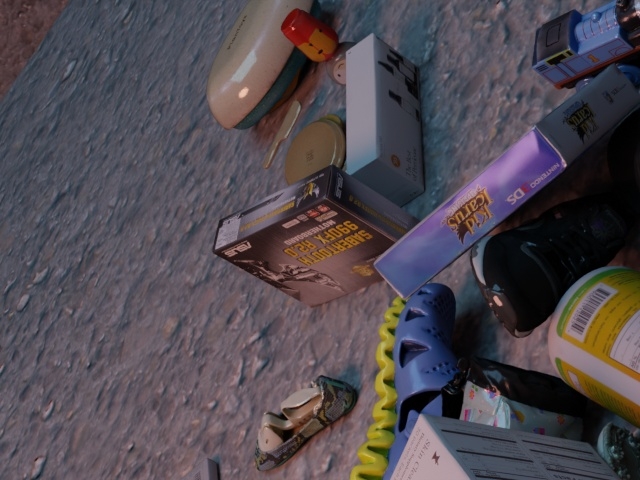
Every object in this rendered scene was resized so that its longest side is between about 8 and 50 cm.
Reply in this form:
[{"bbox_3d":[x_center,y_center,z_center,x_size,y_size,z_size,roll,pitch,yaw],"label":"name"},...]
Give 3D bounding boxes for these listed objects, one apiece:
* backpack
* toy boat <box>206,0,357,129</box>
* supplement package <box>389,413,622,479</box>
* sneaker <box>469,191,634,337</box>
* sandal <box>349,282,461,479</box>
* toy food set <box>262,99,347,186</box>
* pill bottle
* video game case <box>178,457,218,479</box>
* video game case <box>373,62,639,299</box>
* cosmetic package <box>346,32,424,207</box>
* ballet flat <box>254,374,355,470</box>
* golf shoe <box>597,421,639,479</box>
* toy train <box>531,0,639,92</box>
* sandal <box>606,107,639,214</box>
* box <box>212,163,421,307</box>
[{"bbox_3d":[0.194,0.223,1.493,0.115,0.152,0.182,17,91,66],"label":"backpack"},{"bbox_3d":[-0.050,-0.283,2.260,0.318,0.148,0.267,0,59,62],"label":"toy boat"},{"bbox_3d":[0.153,0.321,1.350,0.261,0.204,0.145,-68,29,17],"label":"supplement package"},{"bbox_3d":[0.250,0.005,1.515,0.124,0.107,0.283,-33,2,28],"label":"sneaker"},{"bbox_3d":[0.130,0.189,1.647,0.138,0.126,0.317,-6,55,25],"label":"sandal"},{"bbox_3d":[0.000,-0.123,2.144,0.192,0.039,0.132,35,100,48],"label":"toy food set"},{"bbox_3d":[0.339,0.122,1.376,0.136,0.136,0.246,-59,32,1],"label":"pill bottle"},{"bbox_3d":[-0.202,0.431,1.974,0.193,0.023,0.212,-41,37,26],"label":"video game case"},{"bbox_3d":[0.213,-0.067,1.624,0.269,0.061,0.244,-42,-2,38],"label":"video game case"},{"bbox_3d":[0.088,-0.167,1.993,0.060,0.099,0.239,-34,41,35],"label":"cosmetic package"},{"bbox_3d":[-0.038,0.232,1.874,0.188,0.070,0.070,-42,36,26],"label":"ballet flat"},{"bbox_3d":[0.283,0.262,1.409,0.086,0.069,0.176,-41,35,37],"label":"golf shoe"},{"bbox_3d":[0.339,-0.230,1.692,0.184,0.105,0.080,-22,48,45],"label":"toy train"},{"bbox_3d":[0.415,-0.059,1.445,0.167,0.107,0.446,-53,31,8],"label":"sandal"},{"bbox_3d":[0.000,0.000,1.899,0.231,0.183,0.056,-23,46,43],"label":"box"}]
